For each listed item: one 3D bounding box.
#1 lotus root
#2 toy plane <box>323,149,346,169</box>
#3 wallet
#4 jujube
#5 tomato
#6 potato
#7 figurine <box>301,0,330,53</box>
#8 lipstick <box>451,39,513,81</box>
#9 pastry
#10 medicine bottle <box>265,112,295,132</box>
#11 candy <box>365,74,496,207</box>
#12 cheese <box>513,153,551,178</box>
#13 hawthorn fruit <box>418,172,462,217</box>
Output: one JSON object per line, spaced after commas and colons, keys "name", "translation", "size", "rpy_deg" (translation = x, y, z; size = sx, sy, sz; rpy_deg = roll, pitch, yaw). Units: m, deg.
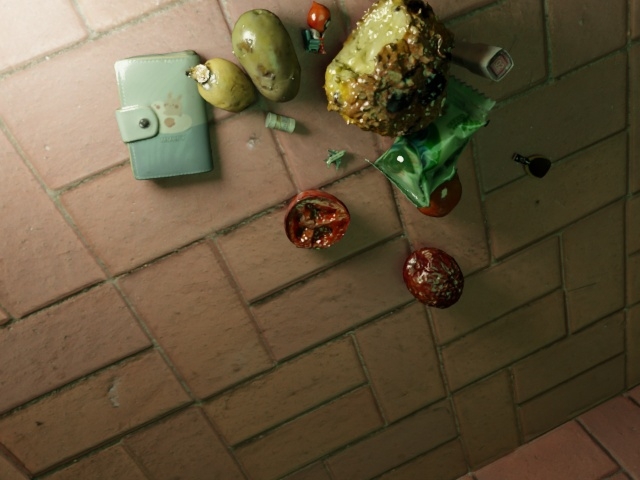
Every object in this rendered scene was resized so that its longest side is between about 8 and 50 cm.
{"name": "lotus root", "translation": [-0.273, -0.436, 1.456], "size": [0.221, 0.118, 0.125], "rpy_deg": [23, 72, -49]}
{"name": "toy plane", "translation": [0.049, -0.274, 1.721], "size": [0.083, 0.033, 0.080], "rpy_deg": [-35, 122, -6]}
{"name": "wallet", "translation": [-0.445, -0.345, 1.484], "size": [0.252, 0.083, 0.360], "rpy_deg": [-13, 120, -19]}
{"name": "jujube", "translation": [0.435, 0.142, 1.982], "size": [0.213, 0.213, 0.232], "rpy_deg": [-47, 126, 10]}
{"name": "tomato", "translation": [-0.022, -0.081, 1.766], "size": [0.228, 0.101, 0.227], "rpy_deg": [-6, 124, -8]}
{"name": "potato", "translation": [-0.140, -0.508, 1.451], "size": [0.165, 0.165, 0.262], "rpy_deg": [-33, 116, 1]}
{"name": "figurine", "translation": [-0.012, -0.609, 1.498], "size": [0.075, 0.068, 0.140], "rpy_deg": [1, 111, -16]}
{"name": "lipstick", "translation": [0.472, -0.552, 1.583], "size": [0.077, 0.253, 0.079], "rpy_deg": [-47, 121, 8]}
{"name": "pastry", "translation": [0.221, -0.479, 1.520], "size": [0.337, 0.292, 0.405], "rpy_deg": [34, 93, -42]}
{"name": "medicine bottle", "translation": [-0.124, -0.361, 1.604], "size": [0.083, 0.047, 0.047], "rpy_deg": [10, 114, -23]}
{"name": "candy", "translation": [0.352, -0.331, 1.671], "size": [0.397, 0.263, 0.172], "rpy_deg": [-58, 155, 17]}
{"name": "cheese", "translation": [0.792, -0.289, 1.967], "size": [0.163, 0.036, 0.086], "rpy_deg": [15, 115, -25]}
{"name": "hawthorn fruit", "translation": [0.408, -0.171, 1.824], "size": [0.189, 0.189, 0.189], "rpy_deg": [-8, 120, -15]}
